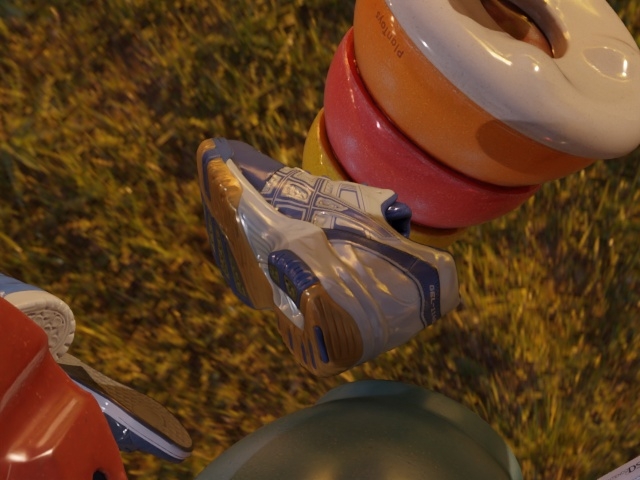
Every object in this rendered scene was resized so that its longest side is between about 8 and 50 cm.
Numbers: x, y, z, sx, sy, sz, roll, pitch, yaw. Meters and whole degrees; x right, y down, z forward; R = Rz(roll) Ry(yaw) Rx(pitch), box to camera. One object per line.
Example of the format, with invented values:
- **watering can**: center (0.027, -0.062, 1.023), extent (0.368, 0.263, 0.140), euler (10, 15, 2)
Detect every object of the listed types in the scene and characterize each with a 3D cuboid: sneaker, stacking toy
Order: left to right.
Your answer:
- **sneaker**: center (-0.218, 0.044, 0.780), extent (0.085, 0.152, 0.058), euler (22, 113, 48)
- **sneaker**: center (-0.274, 0.250, 1.737), extent (0.226, 0.086, 0.163), euler (28, 100, 13)
- **sneaker**: center (0.000, 0.000, 1.115), extent (0.131, 0.111, 0.296), euler (-20, 37, -18)
- **stacking toy**: center (0.092, -0.101, 1.585), extent (0.350, 0.351, 0.480), euler (53, 127, 15)

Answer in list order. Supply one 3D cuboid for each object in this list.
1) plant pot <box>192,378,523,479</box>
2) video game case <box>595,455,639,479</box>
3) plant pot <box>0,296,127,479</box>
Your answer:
- **plant pot**: center (0.036, 0.225, 1.022), extent (0.293, 0.293, 0.196), euler (20, 47, 12)
- **video game case**: center (0.486, 0.287, 1.625), extent (0.248, 0.275, 0.035), euler (-37, 34, 27)
- **plant pot**: center (-0.237, 0.144, 0.605), extent (0.265, 0.272, 0.272), euler (-23, 73, 31)
